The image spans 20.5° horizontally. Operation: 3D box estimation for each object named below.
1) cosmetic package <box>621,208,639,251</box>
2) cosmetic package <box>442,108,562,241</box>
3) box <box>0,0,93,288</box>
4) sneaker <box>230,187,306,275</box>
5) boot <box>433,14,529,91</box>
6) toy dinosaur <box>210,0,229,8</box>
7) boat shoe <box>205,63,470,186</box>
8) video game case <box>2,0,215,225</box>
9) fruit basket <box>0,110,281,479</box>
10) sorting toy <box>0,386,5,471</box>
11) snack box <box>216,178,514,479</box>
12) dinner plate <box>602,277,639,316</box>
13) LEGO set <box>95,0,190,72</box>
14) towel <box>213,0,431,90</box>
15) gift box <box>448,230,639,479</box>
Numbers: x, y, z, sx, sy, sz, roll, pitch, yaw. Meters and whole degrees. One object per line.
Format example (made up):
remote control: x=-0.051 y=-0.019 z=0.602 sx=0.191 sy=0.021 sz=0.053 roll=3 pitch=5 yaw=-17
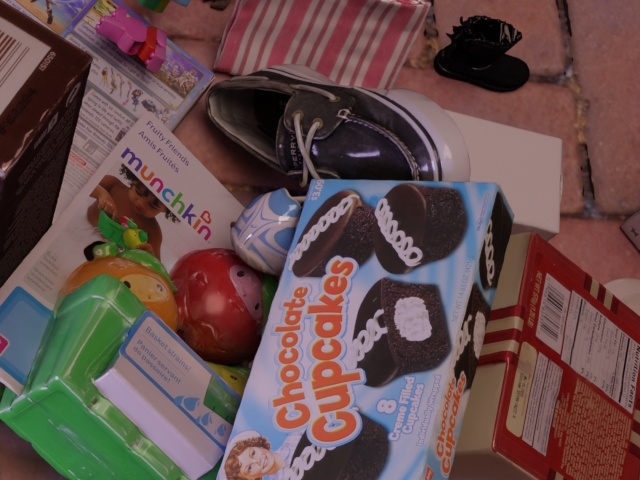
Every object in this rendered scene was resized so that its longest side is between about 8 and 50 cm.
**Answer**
cosmetic package: x=0.485 y=-0.059 z=1.914 sx=0.224 sy=0.224 sz=0.138 roll=-33 pitch=83 yaw=-28
cosmetic package: x=0.134 y=-0.069 z=1.868 sx=0.231 sy=0.085 sz=0.117 roll=15 pitch=65 yaw=-17
box: x=-0.329 y=-0.066 z=1.513 sx=0.191 sy=0.381 sz=0.143 roll=31 pitch=63 yaw=1
sneaker: x=0.000 y=0.000 z=1.728 sx=0.085 sy=0.086 sz=0.237 roll=56 pitch=18 yaw=21
boot: x=0.190 y=-0.206 z=1.934 sx=0.121 sy=0.099 sz=0.045 roll=9 pitch=68 yaw=-17
toy dinosaur: x=-0.006 y=-0.363 z=1.906 sx=0.200 sy=0.127 sz=0.296 roll=33 pitch=64 yaw=-8
boat shoe: x=0.007 y=-0.092 z=1.719 sx=0.119 sy=0.335 sz=0.121 roll=-15 pitch=112 yaw=-33
video game case: x=-0.282 y=-0.154 z=1.757 sx=0.269 sy=0.061 sz=0.244 roll=38 pitch=62 yaw=-3
fruit basket: x=-0.122 y=0.087 z=1.649 sx=0.327 sy=0.165 sz=0.353 roll=46 pitch=51 yaw=-13
sorting toy: x=-0.404 y=0.225 z=1.564 sx=0.196 sy=0.047 sz=0.348 roll=30 pitch=62 yaw=-7
snack box: x=0.041 y=0.096 z=1.539 sx=0.187 sy=0.060 sz=0.322 roll=2 pitch=60 yaw=27
dinner plate: x=0.347 y=0.105 z=1.915 sx=0.141 sy=0.017 sz=0.141 roll=7 pitch=68 yaw=-17
LEGO set: x=-0.181 y=-0.285 z=1.779 sx=0.093 sy=0.087 sz=0.227 roll=24 pitch=37 yaw=-22
towel: x=0.001 y=-0.211 z=1.843 sx=0.197 sy=0.144 sz=0.029 roll=12 pitch=40 yaw=-16
gift box: x=0.133 y=0.134 z=1.668 sx=0.276 sy=0.258 sz=0.255 roll=40 pitch=54 yaw=-33
